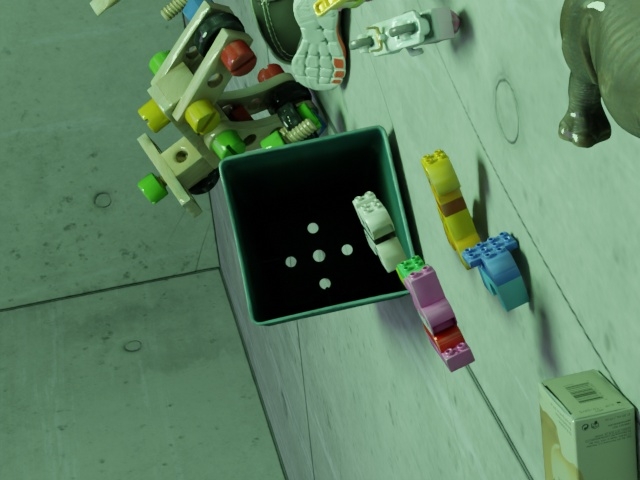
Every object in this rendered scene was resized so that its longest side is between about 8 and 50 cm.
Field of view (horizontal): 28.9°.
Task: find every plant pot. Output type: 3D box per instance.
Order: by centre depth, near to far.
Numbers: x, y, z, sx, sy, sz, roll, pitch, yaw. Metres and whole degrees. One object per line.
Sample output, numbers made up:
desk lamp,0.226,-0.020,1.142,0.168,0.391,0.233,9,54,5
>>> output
plant pot,0.000,0.000,1.298,0.234,0.165,0.165,86,172,-82

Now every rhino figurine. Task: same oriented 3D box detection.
rhino figurine,0.162,-0.046,0.486,0.243,0.073,0.106,-118,16,-57

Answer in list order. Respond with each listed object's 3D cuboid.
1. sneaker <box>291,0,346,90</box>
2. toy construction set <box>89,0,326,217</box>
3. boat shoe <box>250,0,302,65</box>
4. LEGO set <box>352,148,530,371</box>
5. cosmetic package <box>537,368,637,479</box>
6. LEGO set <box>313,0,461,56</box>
sneaker,0.005,-0.228,1.344,0.158,0.061,0.065,93,-170,-55
toy construction set,-0.167,-0.176,1.487,0.309,0.237,0.257,54,-171,3
boat shoe,-0.041,-0.308,1.386,0.069,0.081,0.228,-123,26,-77
LEGO set,0.087,-0.007,0.935,0.227,0.087,0.093,-121,7,-65
cosmetic package,0.168,0.146,0.776,0.060,0.041,0.115,-126,27,-69
LEGO set,0.047,-0.283,0.945,0.132,0.107,0.287,4,103,45
